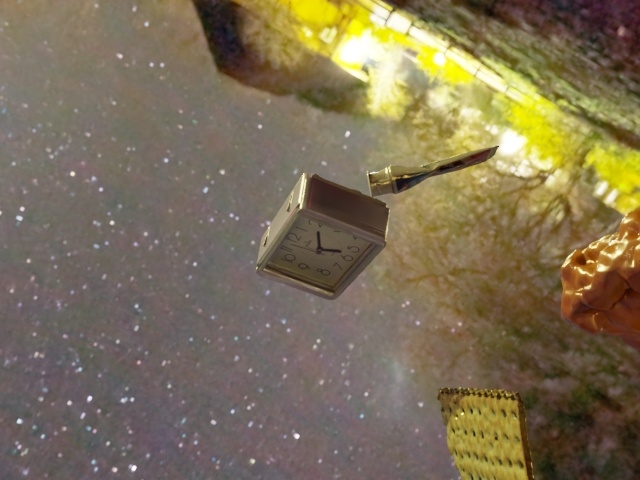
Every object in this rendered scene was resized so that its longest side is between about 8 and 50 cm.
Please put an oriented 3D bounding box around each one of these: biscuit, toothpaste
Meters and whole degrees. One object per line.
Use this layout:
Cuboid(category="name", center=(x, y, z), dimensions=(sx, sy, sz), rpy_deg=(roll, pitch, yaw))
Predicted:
Cuboid(category="biscuit", center=(0.202, 0.254, 0.888), dimensions=(0.016, 0.144, 0.203), rpy_deg=(-4, 170, -18))
Cuboid(category="toothpaste", center=(0.226, -0.144, 1.445), dimensions=(0.096, 0.266, 0.061), rpy_deg=(48, -153, -82))
Cuboid(category="biscuit", center=(0.459, 0.072, 0.799), dimensions=(0.312, 0.318, 0.111), rpy_deg=(29, -123, -15))

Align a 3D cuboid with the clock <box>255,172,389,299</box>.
Cuboid(category="clock", center=(-0.001, -0.001, 1.070), dimensions=(0.144, 0.193, 0.073), rpy_deg=(20, -129, -15))
